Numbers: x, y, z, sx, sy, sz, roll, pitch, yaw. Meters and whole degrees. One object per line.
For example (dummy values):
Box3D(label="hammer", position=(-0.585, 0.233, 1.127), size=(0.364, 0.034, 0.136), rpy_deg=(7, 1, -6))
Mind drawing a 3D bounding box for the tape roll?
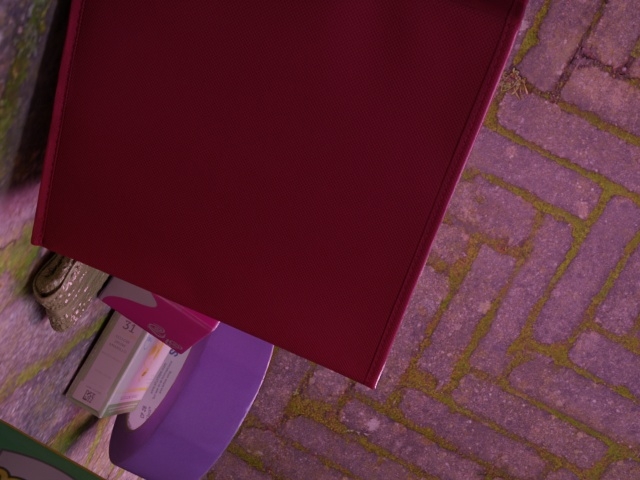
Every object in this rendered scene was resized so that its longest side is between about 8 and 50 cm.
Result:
Box3D(label="tape roll", position=(-0.172, 0.186, 1.074), size=(0.275, 0.090, 0.275), rpy_deg=(-49, -159, 26))

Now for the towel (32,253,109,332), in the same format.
Box3D(label="towel", position=(-0.201, 0.007, 0.719), size=(0.148, 0.027, 0.110), rpy_deg=(-62, 176, -25))

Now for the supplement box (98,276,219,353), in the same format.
Box3D(label="supplement box", position=(-0.121, -0.005, 0.864), size=(0.114, 0.111, 0.220), rpy_deg=(-39, -163, 56))

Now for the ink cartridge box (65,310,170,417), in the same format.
Box3D(label="ink cartridge box", position=(-0.210, 0.097, 0.990), size=(0.235, 0.056, 0.171), rpy_deg=(-60, 175, -8))

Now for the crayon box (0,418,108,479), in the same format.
Box3D(label="crayon box", position=(-0.166, 0.264, 0.477), size=(0.106, 0.363, 0.313), rpy_deg=(-56, 172, -51))

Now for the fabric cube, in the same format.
Box3D(label="fabric cube", position=(-0.015, -0.096, 0.601), size=(0.259, 0.258, 0.254), rpy_deg=(-53, 162, -65))
